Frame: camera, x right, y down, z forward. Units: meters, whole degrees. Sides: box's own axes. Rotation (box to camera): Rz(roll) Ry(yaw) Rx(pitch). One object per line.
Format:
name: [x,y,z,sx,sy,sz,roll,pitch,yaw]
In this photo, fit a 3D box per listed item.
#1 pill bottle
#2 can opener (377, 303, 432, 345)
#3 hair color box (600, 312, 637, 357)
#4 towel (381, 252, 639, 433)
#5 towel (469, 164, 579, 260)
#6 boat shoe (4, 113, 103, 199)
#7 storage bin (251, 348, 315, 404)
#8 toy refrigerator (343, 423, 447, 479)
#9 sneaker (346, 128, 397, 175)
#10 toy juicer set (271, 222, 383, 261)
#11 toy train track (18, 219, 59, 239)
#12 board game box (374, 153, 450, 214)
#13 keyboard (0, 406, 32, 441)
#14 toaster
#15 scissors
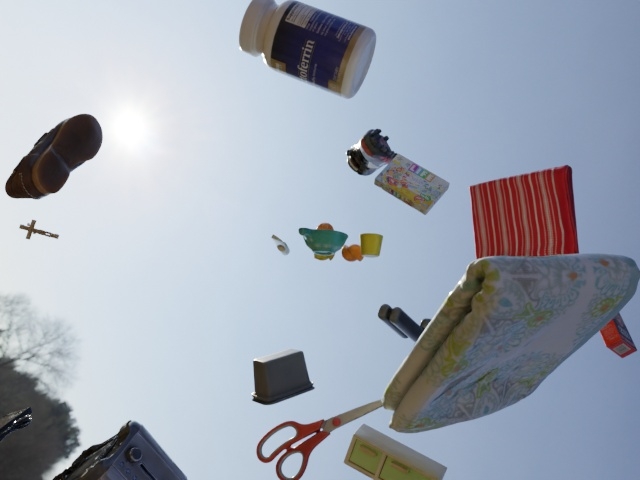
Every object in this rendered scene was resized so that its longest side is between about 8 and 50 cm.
pill bottle: [-0.029,-0.415,1.276,0.264,0.153,0.153,23,-50,9]
can opener: [0.248,0.232,1.649,0.074,0.280,0.093,9,-108,40]
hair color box: [0.710,0.208,1.470,0.043,0.072,0.141,-41,-150,31]
towel: [0.298,0.168,0.976,0.090,0.320,0.374,59,-41,38]
towel: [0.441,-0.048,1.332,0.275,0.031,0.199,-9,-95,56]
boat shoe: [-0.411,-0.133,0.932,0.073,0.207,0.073,-13,-60,19]
storage bin: [-0.091,0.299,1.349,0.098,0.135,0.091,-4,-85,55]
toy refrigerator: [0.210,0.641,1.716,0.269,0.094,0.102,23,-76,21]
sneaker: [0.134,-0.237,1.667,0.135,0.276,0.098,-28,-92,12]
toy juicer set: [0.000,0.000,1.749,0.209,0.329,0.090,147,-53,-70]
toy train track: [-0.631,-0.021,1.354,0.048,0.083,0.014,-65,-152,10]
board game box: [0.224,-0.140,1.483,0.154,0.103,0.026,33,-27,20]
keyboard: [-0.917,0.554,1.649,0.201,0.317,0.033,-21,-80,25]
toaster: [-0.302,0.377,0.887,0.227,0.129,0.146,-36,-80,31]
scissors: [0.011,0.356,1.183,0.109,0.297,0.021,51,-4,20]
